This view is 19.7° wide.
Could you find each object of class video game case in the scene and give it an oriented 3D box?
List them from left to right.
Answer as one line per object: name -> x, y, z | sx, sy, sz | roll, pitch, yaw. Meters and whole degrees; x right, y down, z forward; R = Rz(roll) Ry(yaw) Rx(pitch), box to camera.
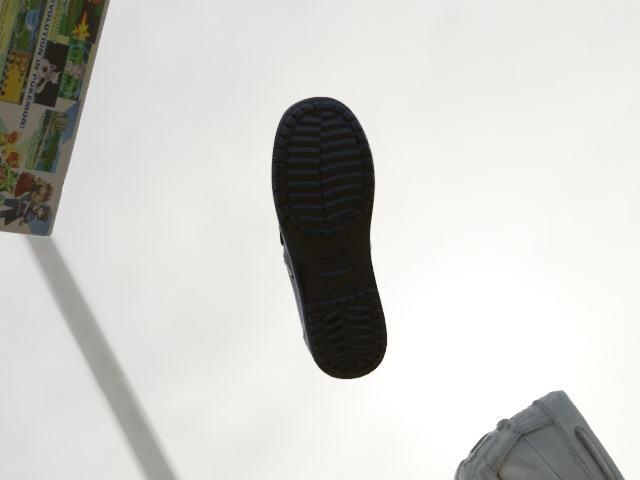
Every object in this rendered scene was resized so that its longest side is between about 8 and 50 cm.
video game case -> -0.338, -0.175, 1.862 | 0.300, 0.036, 0.329 | 9, -84, -59

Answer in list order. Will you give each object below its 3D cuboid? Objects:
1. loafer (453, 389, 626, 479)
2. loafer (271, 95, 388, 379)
loafer -> 0.221, 0.231, 1.148 | 0.111, 0.319, 0.112 | -41, -6, -12
loafer -> 0.000, 0.000, 1.412 | 0.080, 0.220, 0.078 | -3, -8, -10
